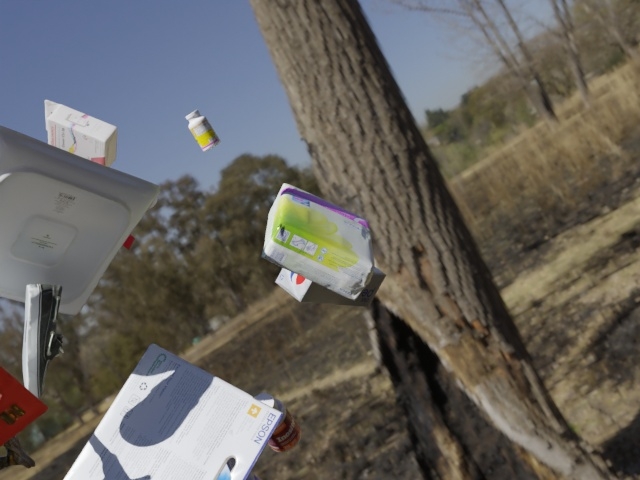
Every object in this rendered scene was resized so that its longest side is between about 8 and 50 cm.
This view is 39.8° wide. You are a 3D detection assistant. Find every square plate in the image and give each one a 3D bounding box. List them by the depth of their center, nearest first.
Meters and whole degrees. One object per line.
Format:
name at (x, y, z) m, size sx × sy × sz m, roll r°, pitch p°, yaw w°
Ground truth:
square plate at (-0.518, -0.011, 1.629) m, size 0.347 × 0.049 × 0.344 m, roll 21°, pitch -65°, yaw -40°

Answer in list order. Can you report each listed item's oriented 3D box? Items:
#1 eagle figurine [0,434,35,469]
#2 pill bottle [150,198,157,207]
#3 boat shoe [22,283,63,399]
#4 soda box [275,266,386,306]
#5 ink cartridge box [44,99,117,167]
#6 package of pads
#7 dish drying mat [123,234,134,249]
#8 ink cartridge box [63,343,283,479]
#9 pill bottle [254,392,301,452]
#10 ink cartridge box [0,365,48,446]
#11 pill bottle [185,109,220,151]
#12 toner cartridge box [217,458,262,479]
eagle figurine at (-0.649, 0.443, 1.571) m, size 0.298 × 0.225 × 0.226 m, roll -40°, pitch 7°, yaw -1°
pill bottle at (-0.461, -0.110, 2.191) m, size 0.116 × 0.065 × 0.065 m, roll 11°, pitch 27°, yaw 36°
boat shoe at (-0.505, 0.189, 1.616) m, size 0.070 × 0.220 × 0.077 m, roll 2°, pitch 8°, yaw -25°
soda box at (0.030, 0.087, 2.054) m, size 0.286 × 0.091 × 0.098 m, roll 10°, pitch -68°, yaw -54°
ink cartridge box at (-0.610, -0.259, 2.196) m, size 0.115 × 0.198 × 0.067 m, roll 107°, pitch -173°, yaw -48°
package of pads at (0.000, 0.000, 1.900) m, size 0.101 × 0.229 × 0.296 m, roll -62°, pitch 9°, yaw 19°
dish drying mat at (-0.459, -0.013, 2.019) m, size 0.008 × 0.083 × 0.032 m, roll 9°, pitch 65°, yaw 37°
ink cartridge box at (-0.279, 0.410, 1.704) m, size 0.324 × 0.330 × 0.071 m, roll -58°, pitch -23°, yaw -19°
pill bottle at (-0.109, 0.426, 2.076) m, size 0.086 × 0.152 × 0.086 m, roll -15°, pitch 44°, yaw 15°
ink cartridge box at (-0.604, 0.333, 1.278) m, size 0.385 × 0.091 × 0.308 m, roll -40°, pitch -36°, yaw -13°
pill bottle at (-0.248, -0.231, 1.855) m, size 0.043 × 0.083 × 0.043 m, roll -30°, pitch 10°, yaw 6°
toner cartridge box at (-0.190, 0.678, 2.281) m, size 0.075 × 0.165 × 0.348 m, roll -51°, pitch 18°, yaw -4°
